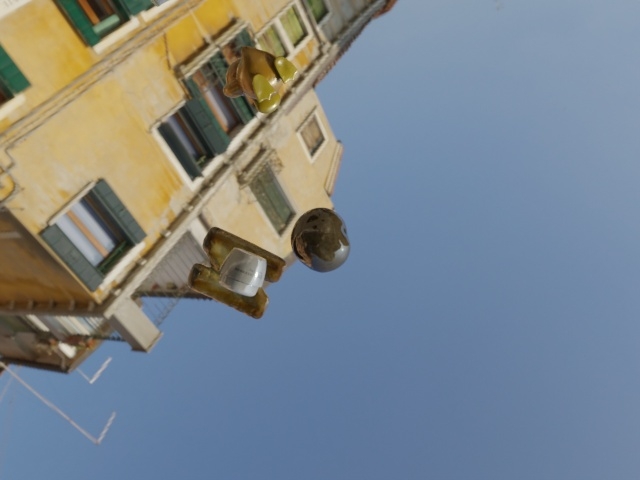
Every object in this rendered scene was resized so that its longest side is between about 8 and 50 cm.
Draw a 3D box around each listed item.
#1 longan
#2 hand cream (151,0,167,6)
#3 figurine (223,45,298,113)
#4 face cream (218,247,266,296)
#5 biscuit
[{"bbox_3d":[0.000,0.000,1.852,0.198,0.212,0.198,-28,-172,4],"label":"longan"},{"bbox_3d":[-0.426,-0.716,1.595,0.205,0.078,0.050,0,-114,35],"label":"hand cream"},{"bbox_3d":[-0.199,-0.510,1.756,0.215,0.215,0.228,-40,-178,-17],"label":"figurine"},{"bbox_3d":[-0.200,0.082,1.449,0.117,0.117,0.104,21,-91,50],"label":"face cream"},{"bbox_3d":[-0.280,0.108,1.878,0.062,0.290,0.237,-53,166,-80],"label":"biscuit"}]
